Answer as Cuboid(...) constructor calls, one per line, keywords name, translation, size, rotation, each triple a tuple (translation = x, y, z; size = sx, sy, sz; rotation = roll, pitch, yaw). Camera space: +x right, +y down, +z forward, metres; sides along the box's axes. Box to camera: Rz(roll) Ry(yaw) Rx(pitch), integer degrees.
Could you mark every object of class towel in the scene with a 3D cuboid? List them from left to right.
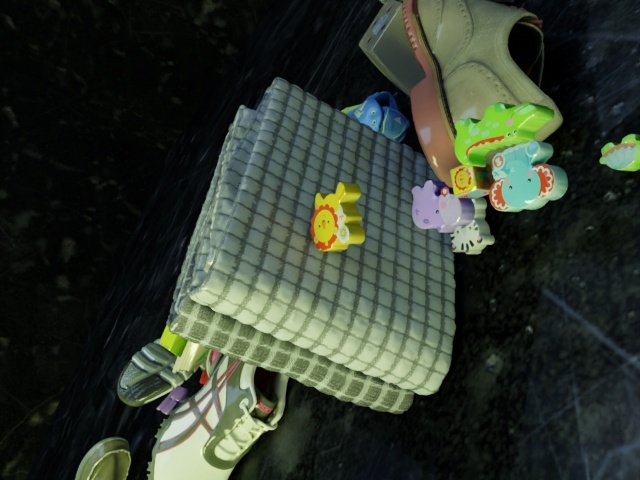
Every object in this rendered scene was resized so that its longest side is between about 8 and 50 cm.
Cuboid(name="towel", translation=(0.000, 0.000, 0.588), size=(0.121, 0.235, 0.284), rotation=(-49, 24, 43))

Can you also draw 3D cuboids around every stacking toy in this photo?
Cuboid(name="stacking toy", translation=(0.119, -0.033, 0.453), size=(0.221, 0.167, 0.052), rotation=(-22, 71, 53))

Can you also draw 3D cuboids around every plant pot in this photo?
Cuboid(name="plant pot", translation=(0.116, -0.267, 0.834), size=(0.109, 0.096, 0.109), rotation=(-55, 22, 17))

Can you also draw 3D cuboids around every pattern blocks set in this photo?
Cuboid(name="pattern blocks set", translation=(-0.127, 0.089, 0.828), size=(0.325, 0.026, 0.285), rotation=(-62, -14, 6))

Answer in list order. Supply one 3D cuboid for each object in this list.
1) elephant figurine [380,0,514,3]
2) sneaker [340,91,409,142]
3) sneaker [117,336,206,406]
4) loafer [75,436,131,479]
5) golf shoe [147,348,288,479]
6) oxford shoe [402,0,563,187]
Cuboid(name="elephant figurine", translation=(0.185, -0.404, 0.814), size=(0.169, 0.186, 0.239), rotation=(-34, 21, -27))
Cuboid(name="sneaker", translation=(0.048, -0.114, 0.809), size=(0.126, 0.091, 0.240), rotation=(-37, 31, 45))
Cuboid(name="sneaker", translation=(-0.200, 0.189, 0.944), size=(0.228, 0.086, 0.132), rotation=(-43, -30, -30))
Cuboid(name="loafer", translation=(-0.401, 0.483, 1.115), size=(0.087, 0.094, 0.251), rotation=(20, 91, 44))
Cuboid(name="golf shoe", translation=(-0.116, 0.220, 0.747), size=(0.120, 0.105, 0.273), rotation=(-4, 56, 50))
Cuboid(name="oxford shoe", translation=(0.169, -0.194, 0.637), size=(0.130, 0.123, 0.348), rotation=(-25, 44, 28))
